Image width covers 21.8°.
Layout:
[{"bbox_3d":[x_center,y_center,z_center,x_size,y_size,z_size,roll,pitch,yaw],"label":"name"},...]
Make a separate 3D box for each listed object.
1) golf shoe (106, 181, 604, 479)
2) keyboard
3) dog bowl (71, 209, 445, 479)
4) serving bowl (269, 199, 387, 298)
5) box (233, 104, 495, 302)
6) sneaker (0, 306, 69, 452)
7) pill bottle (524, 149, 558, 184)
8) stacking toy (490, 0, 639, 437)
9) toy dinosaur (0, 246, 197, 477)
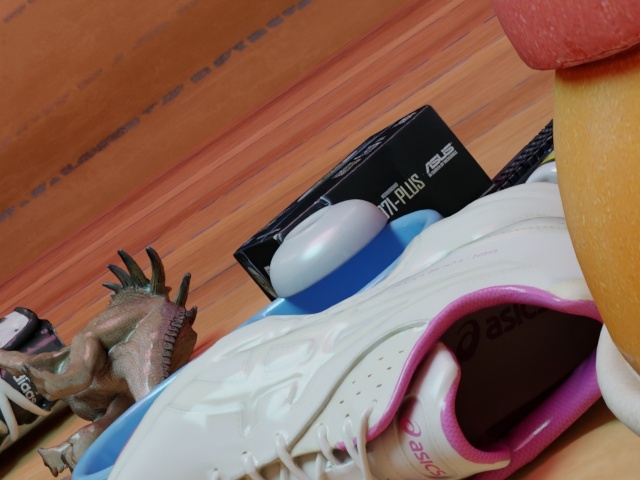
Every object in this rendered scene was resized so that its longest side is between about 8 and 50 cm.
[{"bbox_3d":[0.014,0.085,0.767,0.306,0.115,0.140,-36,13,9],"label":"golf shoe"},{"bbox_3d":[0.152,-0.052,1.189,0.180,0.023,0.108,-44,12,-34],"label":"keyboard"},{"bbox_3d":[-0.021,0.088,0.980,0.297,0.074,0.166,-36,10,5],"label":"dog bowl"},{"bbox_3d":[0.000,0.000,1.021,0.083,0.027,0.083,-36,10,7],"label":"serving bowl"},{"bbox_3d":[0.027,-0.014,1.221,0.147,0.077,0.180,-41,5,-12],"label":"box"},{"bbox_3d":[-0.357,0.165,1.521,0.257,0.169,0.447,-38,7,6],"label":"sneaker"},{"bbox_3d":[0.168,-0.043,0.957,0.065,0.065,0.116,-26,14,47],"label":"pill bottle"},{"bbox_3d":[0.131,-0.192,0.553,0.351,0.480,0.350,-36,9,7],"label":"stacking toy"},{"bbox_3d":[-0.151,0.087,1.332,0.200,0.127,0.296,-33,13,-24],"label":"toy dinosaur"}]
